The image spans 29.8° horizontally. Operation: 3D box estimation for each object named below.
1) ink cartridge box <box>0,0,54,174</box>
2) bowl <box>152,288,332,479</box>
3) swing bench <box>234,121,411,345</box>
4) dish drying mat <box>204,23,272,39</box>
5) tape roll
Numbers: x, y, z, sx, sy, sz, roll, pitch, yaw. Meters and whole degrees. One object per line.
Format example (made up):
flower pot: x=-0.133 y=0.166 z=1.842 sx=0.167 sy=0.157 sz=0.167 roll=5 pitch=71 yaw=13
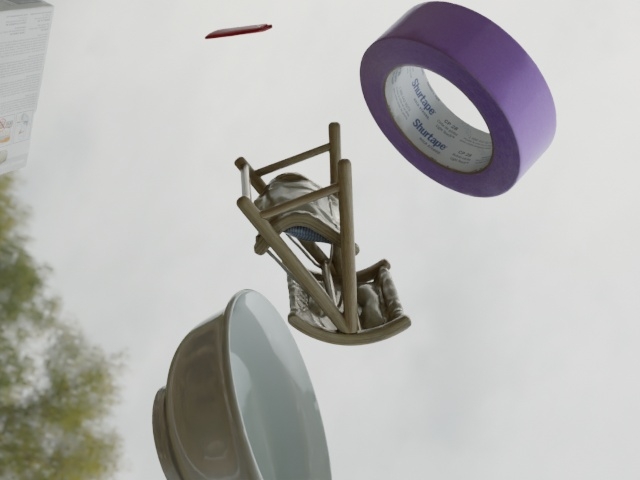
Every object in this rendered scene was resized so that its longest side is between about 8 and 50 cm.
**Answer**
ink cartridge box: x=-0.418 y=-0.188 z=1.503 sx=0.056 sy=0.181 sz=0.225 roll=22 pitch=-70 yaw=14
bowl: x=-0.098 y=0.214 z=1.346 sx=0.134 sy=0.298 sz=0.298 roll=-18 pitch=-130 yaw=12
swing bench: x=0.000 y=0.000 z=1.669 sx=0.165 sy=0.255 sz=0.253 roll=-20 pitch=-163 yaw=2
dish drying mat: x=-0.101 y=-0.258 z=1.480 sx=0.083 sy=0.008 sz=0.032 roll=0 pitch=-156 yaw=32
tape roll: x=0.186 y=-0.191 z=1.654 sx=0.090 sy=0.275 sz=0.274 roll=-46 pitch=-153 yaw=-23
